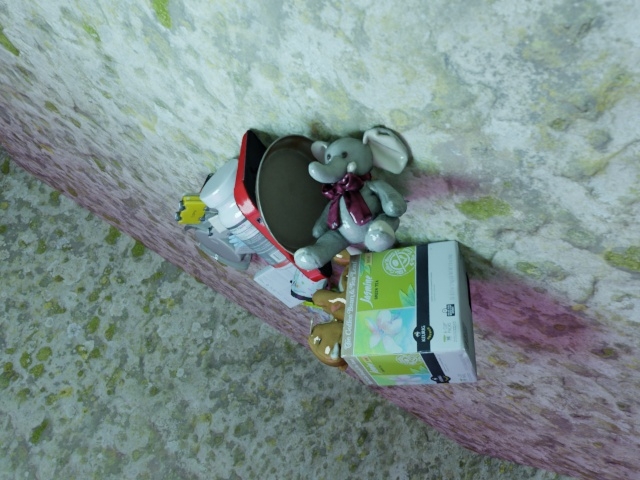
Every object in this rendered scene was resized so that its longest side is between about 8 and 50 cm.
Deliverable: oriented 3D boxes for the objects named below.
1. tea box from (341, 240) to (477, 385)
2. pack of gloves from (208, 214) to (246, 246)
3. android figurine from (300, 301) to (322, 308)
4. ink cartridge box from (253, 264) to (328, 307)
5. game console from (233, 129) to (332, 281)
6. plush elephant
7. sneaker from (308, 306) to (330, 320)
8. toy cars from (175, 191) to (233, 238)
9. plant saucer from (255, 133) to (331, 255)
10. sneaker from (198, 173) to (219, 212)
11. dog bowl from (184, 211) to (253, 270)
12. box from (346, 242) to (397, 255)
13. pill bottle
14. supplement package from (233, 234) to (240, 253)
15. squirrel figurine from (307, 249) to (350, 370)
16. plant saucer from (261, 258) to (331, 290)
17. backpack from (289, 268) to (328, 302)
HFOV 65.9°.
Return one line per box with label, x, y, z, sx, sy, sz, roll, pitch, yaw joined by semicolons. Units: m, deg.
tea box;0.251;0.210;1.389;0.323;0.329;0.220;-10;141;22
pack of gloves;-0.259;-0.078;1.796;0.195;0.232;0.046;58;-170;-45
android figurine;0.004;0.275;2.219;0.272;0.056;0.248;7;176;43
ink cartridge box;-0.118;0.165;2.004;0.223;0.045;0.223;-29;122;34
game console;-0.093;-0.095;1.382;0.060;0.342;0.386;-27;127;21
plush elephant;0.072;-0.126;1.160;0.271;0.330;0.256;-15;109;44
sneaker;0.016;0.348;2.486;0.082;0.072;0.190;1;152;41
toy cars;-0.414;-0.100;1.816;0.176;0.087;0.393;-14;161;15
plant saucer;-0.055;-0.109;1.241;0.050;0.311;0.310;-6;139;41
sneaker;-0.398;-0.170;1.877;0.121;0.099;0.262;24;165;-16
dog bowl;-0.456;0.000;2.285;0.348;0.102;0.349;26;158;11
box;0.165;0.031;1.554;0.113;0.094;0.275;9;150;43
pill bottle;-0.201;-0.085;1.624;0.363;0.210;0.210;43;155;-26
supplement package;-0.284;-0.015;1.974;0.105;0.105;0.179;-1;166;-19
squirrel figurine;0.150;0.282;1.727;0.396;0.371;0.281;20;156;16
plant saucer;-0.094;0.108;2.074;0.332;0.084;0.332;26;157;12
backpack;-0.032;0.143;1.865;0.151;0.115;0.182;10;118;-7
